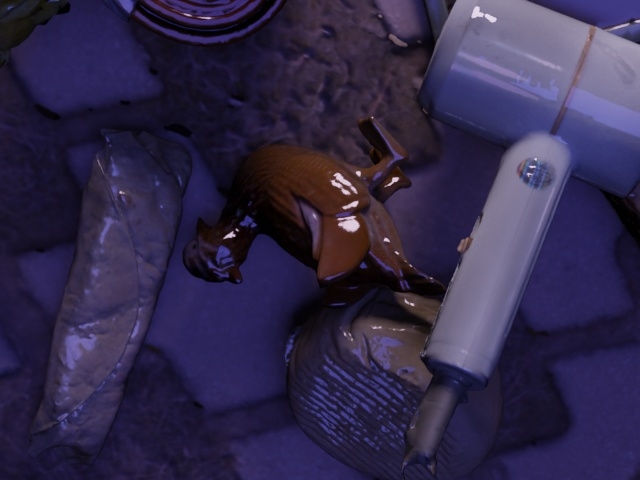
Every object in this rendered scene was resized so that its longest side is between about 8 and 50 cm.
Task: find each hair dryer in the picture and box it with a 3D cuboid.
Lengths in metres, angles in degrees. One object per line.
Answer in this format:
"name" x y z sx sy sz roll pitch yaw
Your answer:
"hair dryer" 0.116 -0.003 0.790 0.173 0.107 0.357 22 69 6

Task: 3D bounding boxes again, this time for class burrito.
"burrito" -0.169 0.050 0.881 0.082 0.059 0.275 13 102 -28

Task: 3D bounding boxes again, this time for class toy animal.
"toy animal" 0.000 0.000 0.854 0.179 0.089 0.188 -39 63 -10

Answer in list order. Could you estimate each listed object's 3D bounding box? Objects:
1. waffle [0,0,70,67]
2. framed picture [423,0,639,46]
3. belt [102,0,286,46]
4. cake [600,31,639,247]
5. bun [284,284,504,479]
"waffle" -0.287 -0.236 0.731 0.297 0.073 0.317 45 115 -6
"framed picture" 0.164 -0.268 0.855 0.216 0.016 0.273 -12 106 11
"belt" -0.093 -0.269 0.791 0.184 0.105 0.262 -1 105 -8
"cake" 0.274 -0.065 0.889 0.112 0.135 0.246 -40 106 2
"bun" 0.062 0.105 0.904 0.166 0.113 0.173 -5 128 30
